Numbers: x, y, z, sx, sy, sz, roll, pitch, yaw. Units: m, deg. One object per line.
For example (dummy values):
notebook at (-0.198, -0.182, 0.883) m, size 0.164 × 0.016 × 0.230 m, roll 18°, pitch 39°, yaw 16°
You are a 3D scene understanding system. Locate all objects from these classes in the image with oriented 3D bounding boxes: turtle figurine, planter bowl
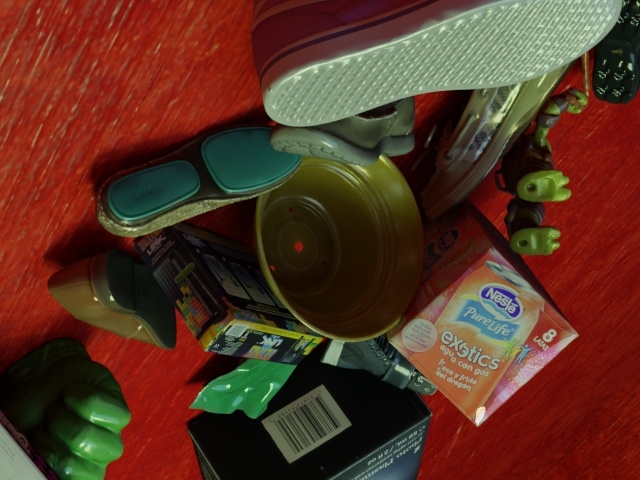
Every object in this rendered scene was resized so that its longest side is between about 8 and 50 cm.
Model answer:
turtle figurine at (0.259, -0.092, 1.186) m, size 0.217 × 0.087 × 0.269 m, roll -71°, pitch 180°, yaw -60°
planter bowl at (0.000, 0.000, 1.025) m, size 0.217 × 0.217 × 0.090 m, roll -14°, pitch 179°, yaw -38°

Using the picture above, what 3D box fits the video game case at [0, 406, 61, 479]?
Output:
video game case at (-0.361, 0.227, 0.875) m, size 0.210 × 0.232 × 0.042 m, roll -36°, pitch -165°, yaw -5°

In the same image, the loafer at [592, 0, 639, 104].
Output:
loafer at (0.355, -0.257, 1.144) m, size 0.223 × 0.076 × 0.078 m, roll 81°, pitch 28°, yaw -51°

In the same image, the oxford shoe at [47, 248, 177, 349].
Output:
oxford shoe at (-0.198, 0.061, 0.976) m, size 0.076 × 0.076 × 0.212 m, roll -10°, pitch 157°, yaw 11°

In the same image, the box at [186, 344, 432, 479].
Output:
box at (-0.011, 0.320, 1.438) m, size 0.296 × 0.183 × 0.294 m, roll -29°, pitch 152°, yaw -17°

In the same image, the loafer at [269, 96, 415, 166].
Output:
loafer at (0.026, -0.121, 0.903) m, size 0.251 × 0.094 × 0.087 m, roll -25°, pitch 125°, yaw -69°

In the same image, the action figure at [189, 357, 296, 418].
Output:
action figure at (-0.053, 0.129, 1.229) m, size 0.137 × 0.063 × 0.232 m, roll 8°, pitch 131°, yaw -51°

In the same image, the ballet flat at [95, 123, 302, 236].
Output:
ballet flat at (-0.113, -0.055, 0.904) m, size 0.206 × 0.073 × 0.067 m, roll -18°, pitch 172°, yaw -29°

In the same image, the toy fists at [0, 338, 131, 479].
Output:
toy fists at (-0.315, 0.223, 0.976) m, size 0.279 × 0.142 × 0.096 m, roll -36°, pitch 152°, yaw -5°

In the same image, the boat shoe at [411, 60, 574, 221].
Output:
boat shoe at (0.185, -0.141, 1.106) m, size 0.285 × 0.089 × 0.104 m, roll -56°, pitch 174°, yaw 34°

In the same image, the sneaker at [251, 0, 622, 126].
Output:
sneaker at (0.081, -0.199, 0.776) m, size 0.282 × 0.161 × 0.102 m, roll -10°, pitch 148°, yaw 2°

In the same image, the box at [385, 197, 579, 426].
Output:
box at (0.169, 0.064, 1.155) m, size 0.154 × 0.142 × 0.300 m, roll -44°, pitch -170°, yaw 9°

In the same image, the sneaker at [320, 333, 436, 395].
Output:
sneaker at (0.093, 0.125, 1.259) m, size 0.226 × 0.163 × 0.086 m, roll 103°, pitch 6°, yaw -69°

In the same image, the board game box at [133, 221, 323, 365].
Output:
board game box at (-0.090, 0.054, 0.992) m, size 0.048 × 0.141 × 0.170 m, roll -47°, pitch 151°, yaw 12°
